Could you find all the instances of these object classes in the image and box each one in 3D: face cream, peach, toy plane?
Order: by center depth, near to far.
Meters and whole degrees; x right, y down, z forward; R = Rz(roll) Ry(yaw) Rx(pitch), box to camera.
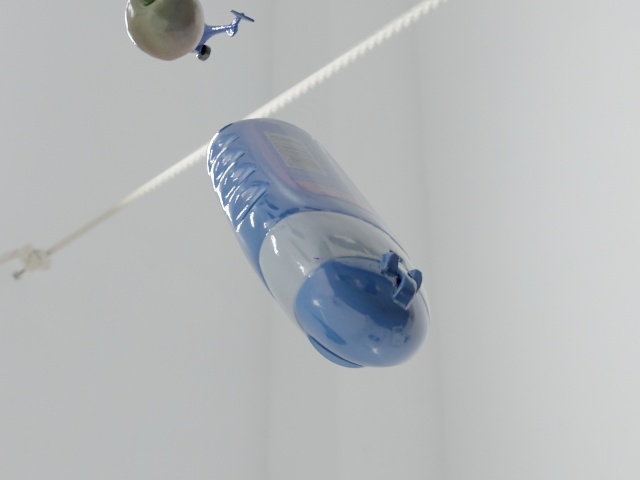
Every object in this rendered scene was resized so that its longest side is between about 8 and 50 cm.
[{"bbox_3d":[0.000,0.000,0.696,0.149,0.083,0.264,31,-168,-27],"label":"face cream"},{"bbox_3d":[-0.160,-0.227,1.063,0.083,0.083,0.083,27,-130,-38],"label":"peach"},{"bbox_3d":[-0.151,-0.269,1.316,0.054,0.167,0.062,19,-99,-40],"label":"toy plane"}]
